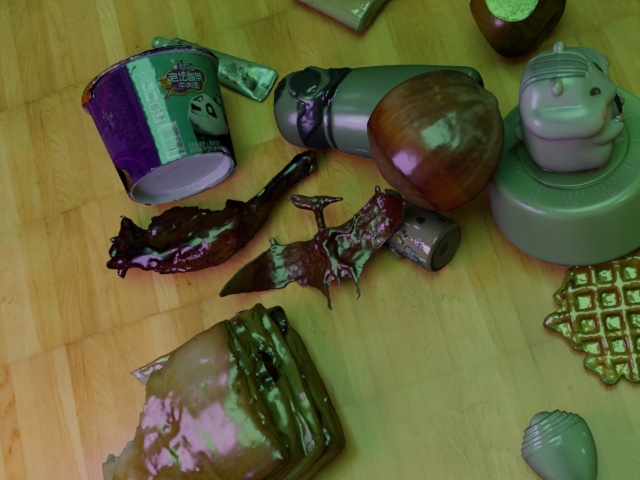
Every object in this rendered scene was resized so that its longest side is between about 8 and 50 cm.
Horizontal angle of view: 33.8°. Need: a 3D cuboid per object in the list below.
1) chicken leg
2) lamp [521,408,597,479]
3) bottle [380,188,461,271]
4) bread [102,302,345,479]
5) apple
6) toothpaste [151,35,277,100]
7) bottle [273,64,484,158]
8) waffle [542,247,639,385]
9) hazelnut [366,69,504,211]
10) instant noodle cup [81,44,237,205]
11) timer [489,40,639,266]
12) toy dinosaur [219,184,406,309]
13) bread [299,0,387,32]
[{"bbox_3d":[-0.175,-0.030,1.794,0.407,0.096,0.158,-26,48,1],"label":"chicken leg"},{"bbox_3d":[0.367,0.335,1.526,0.106,0.106,0.193,-30,76,1],"label":"lamp"},{"bbox_3d":[0.145,-0.019,1.712,0.152,0.099,0.099,31,80,29],"label":"bottle"},{"bbox_3d":[-0.174,0.286,1.621,0.370,0.191,0.314,-30,67,3],"label":"bread"},{"bbox_3d":[0.327,-0.398,1.773,0.147,0.146,0.163,41,99,15],"label":"apple"},{"bbox_3d":[-0.201,-0.326,1.936,0.255,0.037,0.067,24,77,16],"label":"toothpaste"},{"bbox_3d":[0.093,-0.214,1.752,0.347,0.168,0.168,6,72,18],"label":"bottle"},{"bbox_3d":[0.480,0.107,1.607,0.238,0.059,0.243,34,84,19],"label":"waffle"},{"bbox_3d":[0.174,-0.149,1.553,0.214,0.176,0.214,4,99,27],"label":"hazelnut"},{"bbox_3d":[-0.262,-0.186,1.796,0.251,0.251,0.190,-22,75,5],"label":"instant noodle cup"},{"bbox_3d":[0.372,-0.159,1.555,0.291,0.315,0.291,-10,56,14],"label":"timer"},{"bbox_3d":[0.007,0.006,1.683,0.327,0.113,0.206,2,82,34],"label":"toy dinosaur"},{"bbox_3d":[0.040,-0.465,1.913,0.178,0.060,0.139,34,80,22],"label":"bread"}]
